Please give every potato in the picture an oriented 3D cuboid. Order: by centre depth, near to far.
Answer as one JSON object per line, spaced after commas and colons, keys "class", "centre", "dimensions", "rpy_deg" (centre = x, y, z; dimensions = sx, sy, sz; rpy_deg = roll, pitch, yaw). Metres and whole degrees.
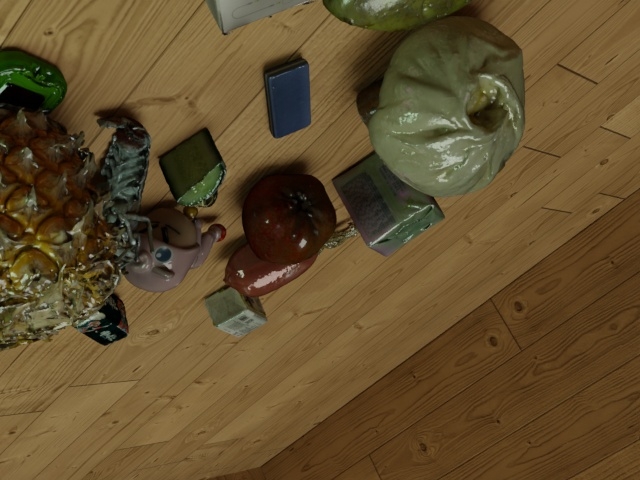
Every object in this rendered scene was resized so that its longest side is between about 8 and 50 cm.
{"class": "potato", "centre": [0.143, -0.428, 1.381], "dimensions": [0.298, 0.141, 0.176], "rpy_deg": [-15, 141, -10]}

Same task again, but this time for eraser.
{"class": "eraser", "centre": [-0.060, -0.266, 1.611], "dimensions": [0.082, 0.036, 0.225], "rpy_deg": [-23, 156, -9]}

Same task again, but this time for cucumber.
{"class": "cucumber", "centre": [-0.234, -0.135, 1.600], "dimensions": [0.116, 0.115, 0.062], "rpy_deg": [-33, 153, 5]}

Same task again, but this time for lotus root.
{"class": "lotus root", "centre": [0.131, -0.266, 1.725], "dimensions": [0.081, 0.112, 0.122], "rpy_deg": [-21, 128, 22]}

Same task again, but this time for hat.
{"class": "hat", "centre": [-0.247, -0.110, 1.708], "dimensions": [0.076, 0.059, 0.077], "rpy_deg": [-2, 144, -15]}

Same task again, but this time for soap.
{"class": "soap", "centre": [0.161, -0.094, 1.996], "dimensions": [0.182, 0.199, 0.138], "rpy_deg": [-34, 159, 13]}

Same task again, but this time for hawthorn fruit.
{"class": "hawthorn fruit", "centre": [-0.088, -0.039, 1.880], "dimensions": [0.208, 0.208, 0.248], "rpy_deg": [-11, 168, -33]}

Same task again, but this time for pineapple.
{"class": "pineapple", "centre": [-0.460, -0.007, 1.287], "dimensions": [0.352, 0.300, 0.352], "rpy_deg": [-28, 161, -11]}

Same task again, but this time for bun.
{"class": "bun", "centre": [0.275, -0.253, 1.625], "dimensions": [0.365, 0.219, 0.365], "rpy_deg": [-17, 115, -40]}

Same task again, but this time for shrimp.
{"class": "shrimp", "centre": [-0.388, -0.049, 1.553], "dimensions": [0.410, 0.221, 0.166], "rpy_deg": [-62, 168, 25]}

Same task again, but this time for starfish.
{"class": "starfish", "centre": [0.004, 0.008, 2.220], "dimensions": [0.210, 0.053, 0.150], "rpy_deg": [-16, 149, -21]}

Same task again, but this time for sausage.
{"class": "sausage", "centre": [-0.118, 0.049, 2.065], "dimensions": [0.254, 0.148, 0.148], "rpy_deg": [-24, 156, -10]}

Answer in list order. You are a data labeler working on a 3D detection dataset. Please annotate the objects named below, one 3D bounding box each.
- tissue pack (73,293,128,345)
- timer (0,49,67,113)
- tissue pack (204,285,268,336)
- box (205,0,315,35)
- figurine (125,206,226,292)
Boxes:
{"class": "tissue pack", "centre": [-0.509, 0.165, 1.935], "dimensions": [0.090, 0.103, 0.170], "rpy_deg": [-22, 156, 5]}
{"class": "timer", "centre": [-0.458, -0.221, 1.270], "dimensions": [0.128, 0.047, 0.140], "rpy_deg": [-37, 155, 18]}
{"class": "tissue pack", "centre": [-0.226, 0.188, 2.281], "dimensions": [0.106, 0.099, 0.149], "rpy_deg": [-29, 157, 8]}
{"class": "box", "centre": [-0.075, -0.429, 1.180], "dimensions": [0.203, 0.106, 0.251], "rpy_deg": [-22, 157, -9]}
{"class": "figurine", "centre": [-0.322, 0.007, 1.796], "dimensions": [0.287, 0.176, 0.186], "rpy_deg": [-9, 112, -68]}
